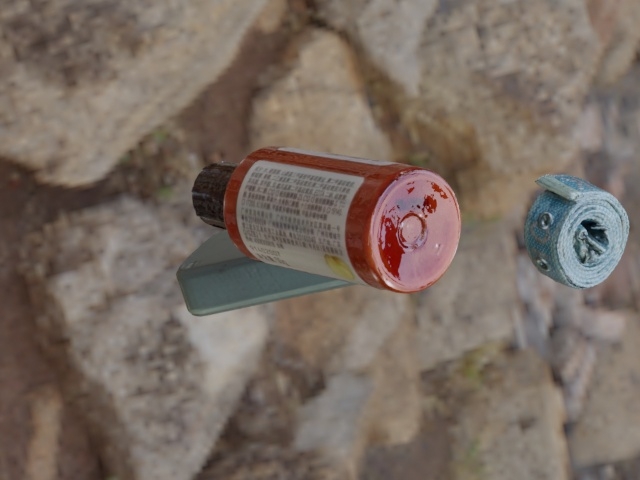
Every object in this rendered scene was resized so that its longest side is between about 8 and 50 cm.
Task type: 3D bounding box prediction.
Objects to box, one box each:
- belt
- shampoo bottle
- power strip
[{"bbox_3d":[0.345,-0.009,2.531,0.163,0.082,0.147,0,111,-45],"label":"belt"},{"bbox_3d":[-0.010,-0.025,1.606,0.104,0.278,0.104,-8,103,-38],"label":"shampoo bottle"},{"bbox_3d":[0.000,0.001,1.932,0.193,0.265,0.059,-48,122,-58],"label":"power strip"}]
